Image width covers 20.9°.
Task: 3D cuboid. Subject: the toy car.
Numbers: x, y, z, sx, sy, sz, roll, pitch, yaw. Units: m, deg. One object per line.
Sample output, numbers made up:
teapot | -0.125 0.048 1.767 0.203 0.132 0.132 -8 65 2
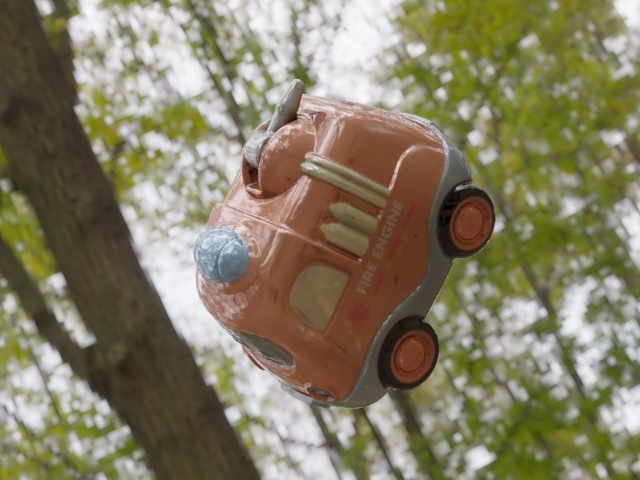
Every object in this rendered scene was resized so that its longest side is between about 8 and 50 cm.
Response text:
toy car | 0.000 0.000 1.503 0.212 0.180 0.270 25 -92 -37
